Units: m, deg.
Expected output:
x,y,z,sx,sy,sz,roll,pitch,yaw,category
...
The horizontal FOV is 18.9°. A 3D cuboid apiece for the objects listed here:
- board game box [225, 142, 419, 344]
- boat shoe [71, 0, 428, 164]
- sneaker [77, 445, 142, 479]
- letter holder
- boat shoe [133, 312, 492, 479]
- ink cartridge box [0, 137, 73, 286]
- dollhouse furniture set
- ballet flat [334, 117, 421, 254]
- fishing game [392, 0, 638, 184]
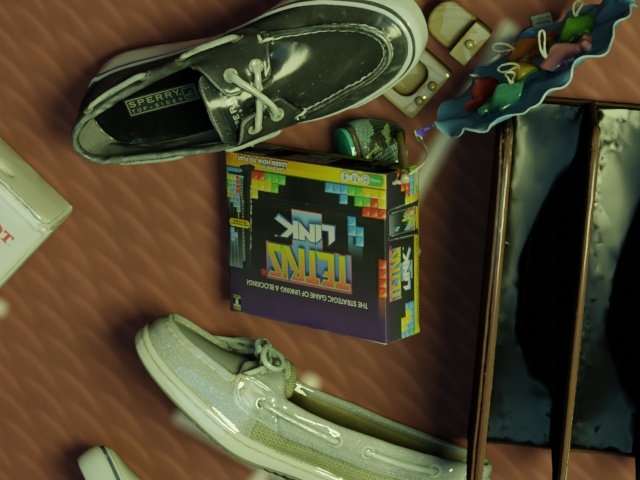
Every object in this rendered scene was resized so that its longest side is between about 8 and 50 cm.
x,y,z,sx,sy,sz,roll,pitch,yaw,category
0.000,0.000,1.567,0.170,0.048,0.141,10,106,39,board game box
-0.062,-0.123,1.529,0.301,0.102,0.108,-10,118,21,boat shoe
-0.109,0.269,1.674,0.091,0.094,0.258,-38,101,-5,sneaker
0.199,0.052,1.514,0.152,0.214,0.301,5,103,5,letter holder
-0.009,0.148,1.616,0.320,0.118,0.103,34,98,-6,boat shoe
-0.342,0.001,1.627,0.158,0.092,0.218,44,105,-4,ink cartridge box
0.066,-0.191,1.520,0.144,0.123,0.151,41,104,-4,dollhouse furniture set
0.053,-0.009,1.599,0.070,0.070,0.188,-1,106,7,ballet flat
0.161,-0.143,1.488,0.264,0.189,0.041,-33,105,15,fishing game
